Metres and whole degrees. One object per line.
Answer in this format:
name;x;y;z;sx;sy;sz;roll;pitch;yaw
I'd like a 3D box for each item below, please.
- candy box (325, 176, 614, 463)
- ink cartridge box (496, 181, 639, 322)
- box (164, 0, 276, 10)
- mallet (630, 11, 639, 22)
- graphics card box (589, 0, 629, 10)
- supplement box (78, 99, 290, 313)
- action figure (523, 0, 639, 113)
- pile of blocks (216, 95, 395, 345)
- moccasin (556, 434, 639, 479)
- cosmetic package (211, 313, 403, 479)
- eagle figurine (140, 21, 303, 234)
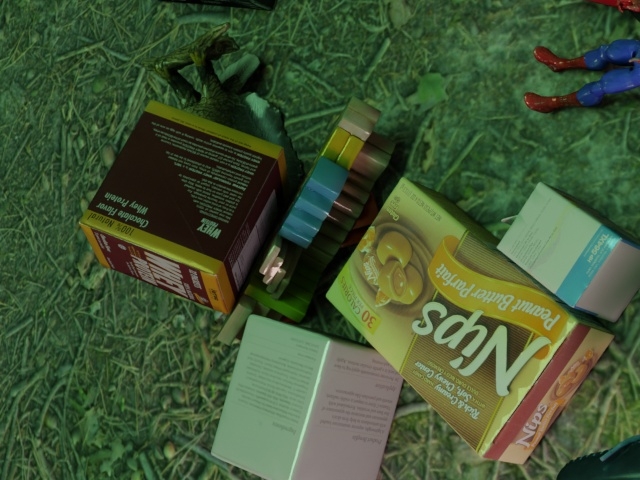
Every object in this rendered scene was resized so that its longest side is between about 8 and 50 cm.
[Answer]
candy box;0.160;0.085;1.345;0.316;0.088;0.182;44;108;41
ink cartridge box;0.271;0.007;1.260;0.143;0.092;0.089;43;107;41
box;-0.163;-0.497;1.840;0.307;0.077;0.242;15;88;45
mallet;0.340;-0.308;1.337;0.062;0.039;0.189;-50;54;18
graphics card box;0.396;-0.429;1.251;0.233;0.094;0.370;23;92;35
supplement box;-0.168;-0.042;1.492;0.191;0.129;0.194;21;68;12
action figure;0.313;-0.197;1.225;0.280;0.139;0.091;-1;74;50
pile of blocks;0.000;0.000;1.496;0.362;0.113;0.149;-60;7;19
moccasin;0.390;0.209;1.077;0.342;0.137;0.116;-9;44;23
cosmetic package;-0.013;0.203;1.429;0.151;0.151;0.183;13;86;45
eagle figurine;-0.160;-0.138;1.684;0.226;0.225;0.298;-154;45;-83
